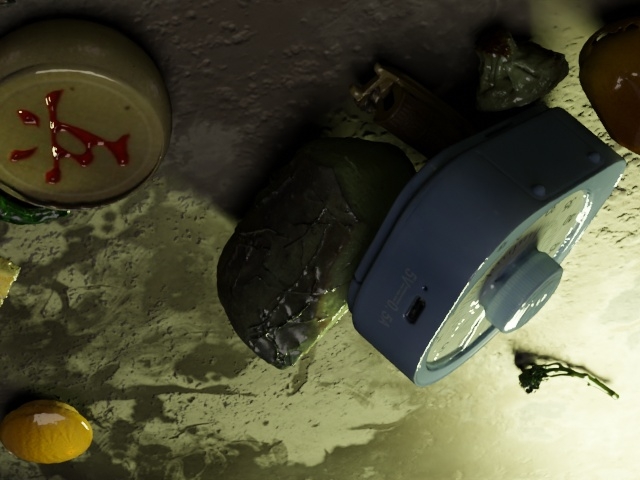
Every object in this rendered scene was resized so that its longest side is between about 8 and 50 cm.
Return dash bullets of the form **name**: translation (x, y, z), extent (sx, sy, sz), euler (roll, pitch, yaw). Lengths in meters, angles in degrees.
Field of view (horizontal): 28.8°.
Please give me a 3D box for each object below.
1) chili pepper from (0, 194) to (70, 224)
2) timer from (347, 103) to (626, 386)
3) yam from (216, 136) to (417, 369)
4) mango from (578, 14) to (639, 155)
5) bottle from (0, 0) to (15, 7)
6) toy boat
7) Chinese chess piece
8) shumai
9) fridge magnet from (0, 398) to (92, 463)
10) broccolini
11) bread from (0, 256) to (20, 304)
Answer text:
- **chili pepper**: translation (-0.389, -0.036, 1.646), extent (0.118, 0.035, 0.055), euler (9, 148, -10)
- **timer**: translation (0.204, 0.032, 1.566), extent (0.395, 0.173, 0.395), euler (-43, 161, -18)
- **yam**: translation (-0.002, -0.004, 1.615), extent (0.201, 0.202, 0.271), euler (47, 125, 2)
- **mango**: translation (0.431, -0.194, 1.535), extent (0.236, 0.136, 0.166), euler (13, 116, -12)
- **bottle**: translation (-0.377, -0.308, 1.356), extent (0.152, 0.099, 0.099), euler (4, 132, -16)
- **toy boat**: translation (0.134, -0.144, 1.572), extent (0.226, 0.088, 0.068), euler (32, 121, -30)
- **Chinese chess piece**: translation (-0.304, -0.150, 1.506), extent (0.249, 0.103, 0.250), euler (-4, 135, -4)
- **shumai**: translation (0.234, -0.218, 1.523), extent (0.123, 0.099, 0.087), euler (-29, 111, -11)
- **fridge magnet**: translation (-0.426, 0.296, 1.931), extent (0.143, 0.063, 0.143), euler (-3, 134, -3)
- **broccolini**: translation (0.401, 0.225, 1.983), extent (0.194, 0.054, 0.052), euler (10, 112, -18)
- **bread**: translation (-0.464, 0.057, 1.724), extent (0.070, 0.035, 0.083), euler (25, 119, -27)
